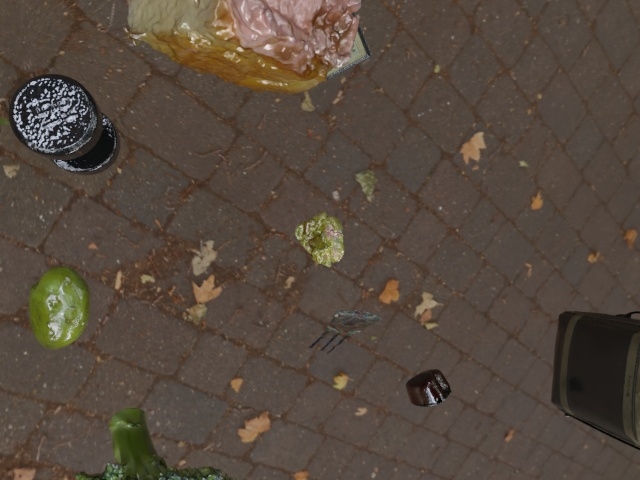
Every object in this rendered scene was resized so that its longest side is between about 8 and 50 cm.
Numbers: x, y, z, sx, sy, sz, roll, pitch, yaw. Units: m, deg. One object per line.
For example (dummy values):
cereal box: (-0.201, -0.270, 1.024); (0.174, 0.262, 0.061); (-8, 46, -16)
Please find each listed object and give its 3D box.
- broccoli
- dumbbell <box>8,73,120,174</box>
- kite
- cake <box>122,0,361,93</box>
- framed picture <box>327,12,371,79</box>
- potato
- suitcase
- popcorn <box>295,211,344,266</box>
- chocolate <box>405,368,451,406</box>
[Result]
broccoli: (-0.341, 0.553, 1.103); (0.274, 0.397, 0.353); (-31, 99, -21)
dumbbell: (-0.672, -0.297, 1.333); (0.203, 0.322, 0.204); (0, 88, -12)
kite: (0.044, 0.214, 1.176); (0.229, 0.127, 0.016); (-24, 111, -51)
cake: (-0.102, -0.428, 0.803); (0.314, 0.293, 0.307); (4, 97, -56)
framed picture: (0.054, -0.660, 1.668); (0.199, 0.010, 0.195); (-25, 133, 8)
potato: (-0.749, 0.194, 1.434); (0.148, 0.186, 0.253); (-23, 140, -63)
suitcase: (0.702, 0.300, 1.121); (0.194, 0.434, 0.283); (7, 89, -13)
popcorn: (0.001, 0.001, 1.055); (0.089, 0.097, 0.109); (-37, 106, -38)
chocolate: (0.310, 0.423, 1.453); (0.148, 0.125, 0.080); (-16, 87, -54)
